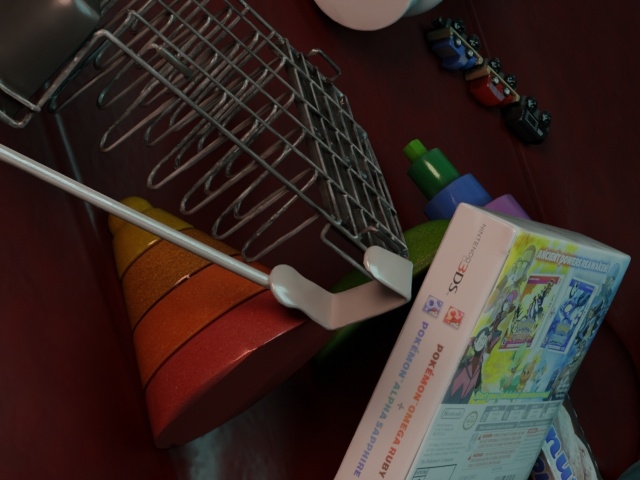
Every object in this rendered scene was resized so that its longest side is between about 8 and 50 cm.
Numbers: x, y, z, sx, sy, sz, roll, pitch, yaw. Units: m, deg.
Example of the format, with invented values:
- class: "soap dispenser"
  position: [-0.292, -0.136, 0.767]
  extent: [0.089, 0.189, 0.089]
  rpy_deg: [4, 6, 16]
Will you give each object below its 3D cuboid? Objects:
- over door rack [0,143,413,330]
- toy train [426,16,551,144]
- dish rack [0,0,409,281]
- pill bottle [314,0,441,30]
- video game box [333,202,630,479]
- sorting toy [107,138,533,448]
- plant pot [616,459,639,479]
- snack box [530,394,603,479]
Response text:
- class: "over door rack"
  position: [-0.131, 0.077, 0.581]
  extent: [0.324, 0.108, 0.239]
  rpy_deg: [20, 56, -20]
- class: "toy train"
  position: [0.134, -0.124, 1.121]
  extent: [0.158, 0.027, 0.036]
  rpy_deg: [39, 57, -37]
- class: "dish rack"
  position: [-0.063, -0.082, 0.729]
  extent: [0.271, 0.074, 0.208]
  rpy_deg: [39, 23, -33]
- class: "pill bottle"
  position: [0.060, -0.219, 0.996]
  extent: [0.108, 0.108, 0.180]
  rpy_deg: [60, 38, -15]
- class: "video game box"
  position: [0.104, 0.077, 0.862]
  extent: [0.205, 0.048, 0.187]
  rpy_deg: [11, 108, -60]
- class: "sorting toy"
  position: [0.000, 0.000, 0.844]
  extent: [0.126, 0.127, 0.365]
  rpy_deg: [52, 36, 13]
- class: "plant pot"
  position: [0.194, 0.286, 0.832]
  extent: [0.255, 0.271, 0.271]
  rpy_deg: [-17, 88, -40]
- class: "snack box"
  position: [0.181, 0.170, 1.051]
  extent: [0.064, 0.022, 0.178]
  rpy_deg: [-31, 100, -52]
